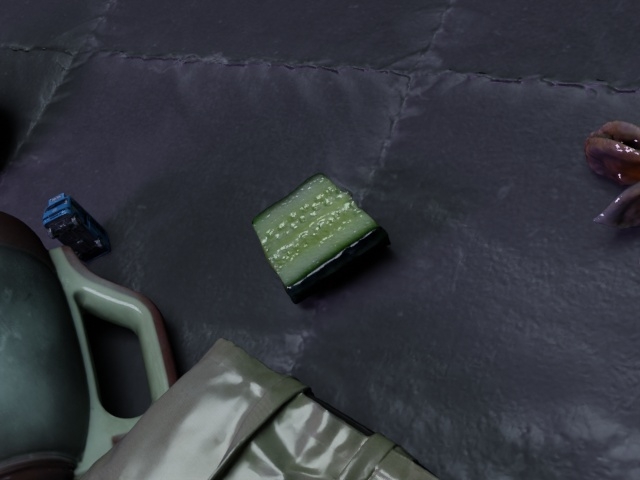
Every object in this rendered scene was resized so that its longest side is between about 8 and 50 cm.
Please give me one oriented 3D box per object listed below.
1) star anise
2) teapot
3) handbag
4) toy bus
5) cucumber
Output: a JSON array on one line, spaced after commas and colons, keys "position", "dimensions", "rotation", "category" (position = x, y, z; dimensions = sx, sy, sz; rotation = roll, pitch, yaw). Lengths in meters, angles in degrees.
[{"position": [0.328, -0.058, 0.791], "dimensions": [0.236, 0.093, 0.229], "rotation": [16, 74, 36], "category": "star anise"}, {"position": [-0.294, 0.143, 0.895], "dimensions": [0.314, 0.233, 0.312], "rotation": [-20, 58, -20], "category": "teapot"}, {"position": [-0.053, 0.242, 0.756], "dimensions": [0.315, 0.109, 0.253], "rotation": [30, 72, 24], "category": "handbag"}, {"position": [-0.276, -0.014, 1.045], "dimensions": [0.038, 0.083, 0.046], "rotation": [-25, 50, 9], "category": "toy bus"}, {"position": [0.000, 0.000, 0.921], "dimensions": [0.115, 0.062, 0.116], "rotation": [-33, 45, 1], "category": "cucumber"}]
